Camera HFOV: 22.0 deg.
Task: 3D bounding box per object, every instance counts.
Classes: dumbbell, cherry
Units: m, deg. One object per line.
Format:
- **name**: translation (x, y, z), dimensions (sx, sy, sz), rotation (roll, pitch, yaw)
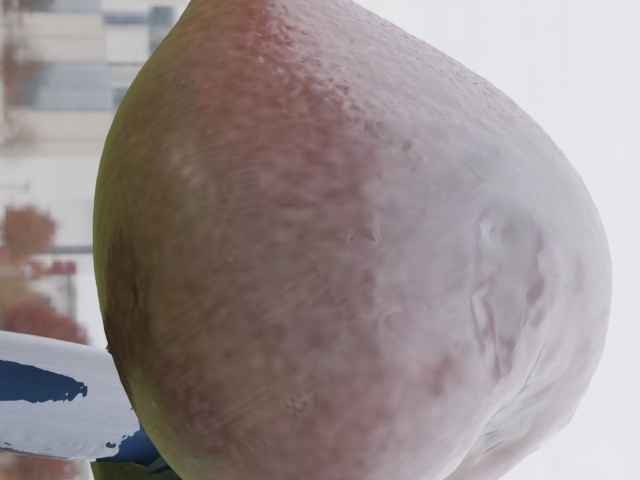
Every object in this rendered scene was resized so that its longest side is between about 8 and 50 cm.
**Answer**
- **dumbbell**: translation (-0.140, 0.077, 0.815), dimensions (0.144, 0.325, 0.160), rotation (-37, -122, 29)
- **cherry**: translation (0.002, 0.011, 0.717), dimensions (0.239, 0.239, 0.206), rotation (-105, -149, -51)
